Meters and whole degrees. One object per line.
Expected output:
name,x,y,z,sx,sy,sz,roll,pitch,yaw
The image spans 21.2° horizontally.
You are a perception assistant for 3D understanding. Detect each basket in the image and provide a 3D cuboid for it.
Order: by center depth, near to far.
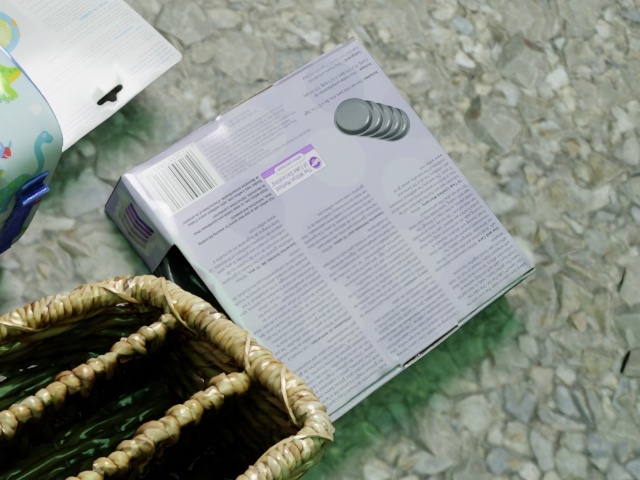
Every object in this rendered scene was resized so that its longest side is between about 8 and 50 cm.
basket,-0.177,0.140,1.066,0.299,0.223,0.213,-30,78,-25

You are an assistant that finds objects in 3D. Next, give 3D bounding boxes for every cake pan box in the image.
cake pan box,0.000,0.000,1.342,0.267,0.070,0.245,-35,81,-31

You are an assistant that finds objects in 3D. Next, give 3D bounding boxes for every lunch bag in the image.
lunch bag,-0.267,-0.070,1.176,0.090,0.219,0.176,-39,86,-30

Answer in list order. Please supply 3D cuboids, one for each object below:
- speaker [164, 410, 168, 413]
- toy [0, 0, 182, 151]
speaker,-0.096,0.183,1.227,0.055,0.055,0.136,4,66,-20
toy,-0.240,-0.172,1.330,0.237,0.056,0.137,44,62,7
